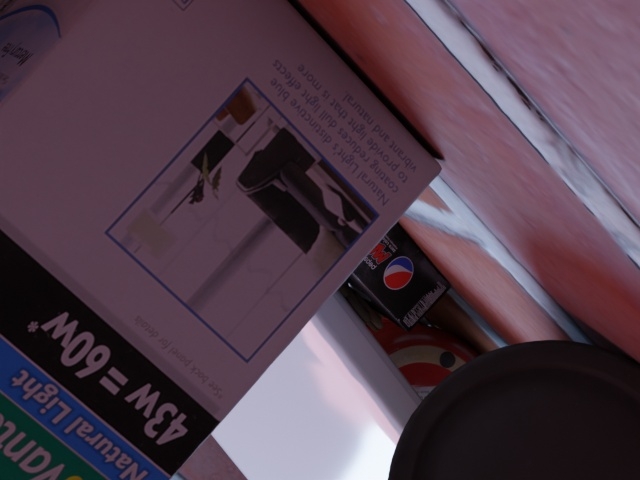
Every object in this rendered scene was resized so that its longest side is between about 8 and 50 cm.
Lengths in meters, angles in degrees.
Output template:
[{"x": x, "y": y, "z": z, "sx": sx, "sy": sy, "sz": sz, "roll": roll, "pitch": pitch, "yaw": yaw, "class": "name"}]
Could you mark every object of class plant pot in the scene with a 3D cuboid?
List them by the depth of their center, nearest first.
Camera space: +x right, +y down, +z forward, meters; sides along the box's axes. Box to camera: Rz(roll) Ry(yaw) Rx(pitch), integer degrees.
[{"x": 0.071, "y": 0.169, "z": 1.350, "sx": 0.191, "sy": 0.191, "sz": 0.174, "roll": 43, "pitch": 170, "yaw": -10, "class": "plant pot"}]

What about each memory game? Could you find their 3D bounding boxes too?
[{"x": 0.000, "y": 0.000, "z": 1.199, "sx": 0.186, "sy": 0.012, "sz": 0.186, "roll": 53, "pitch": -171, "yaw": -12, "class": "memory game"}]

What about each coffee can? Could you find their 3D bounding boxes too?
[{"x": 0.173, "y": 0.208, "z": 0.970, "sx": 0.201, "sy": 0.201, "sz": 0.275, "roll": 38, "pitch": 172, "yaw": 27, "class": "coffee can"}]

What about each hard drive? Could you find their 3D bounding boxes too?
[{"x": -0.029, "y": 0.124, "z": 1.188, "sx": 0.233, "sy": 0.047, "sz": 0.353, "roll": -20, "pitch": 112, "yaw": 47, "class": "hard drive"}]

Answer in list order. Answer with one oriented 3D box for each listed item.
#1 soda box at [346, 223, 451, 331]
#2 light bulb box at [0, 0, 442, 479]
[{"x": 0.029, "y": -0.001, "z": 1.092, "sx": 0.169, "sy": 0.053, "sz": 0.060, "roll": 48, "pitch": 171, "yaw": -38, "class": "soda box"}, {"x": -0.175, "y": -0.008, "z": 0.906, "sx": 0.225, "sy": 0.361, "sz": 0.358, "roll": 45, "pitch": 172, "yaw": -22, "class": "light bulb box"}]
